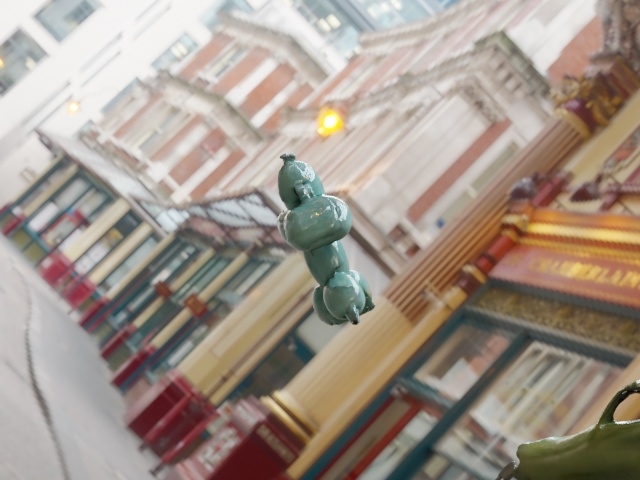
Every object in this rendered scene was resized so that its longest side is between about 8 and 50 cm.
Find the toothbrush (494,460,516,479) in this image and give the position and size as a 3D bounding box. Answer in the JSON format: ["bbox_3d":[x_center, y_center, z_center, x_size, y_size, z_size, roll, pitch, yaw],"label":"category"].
[{"bbox_3d":[0.222,0.371,1.476,0.014,0.194,0.017,9,42,-30],"label":"toothbrush"}]

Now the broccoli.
[{"bbox_3d":[0.407,0.259,1.151,0.254,0.186,0.302,57,-35,15],"label":"broccoli"}]

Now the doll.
[{"bbox_3d":[0.000,0.000,0.916,0.158,0.059,0.159,163,-96,-86],"label":"doll"}]
